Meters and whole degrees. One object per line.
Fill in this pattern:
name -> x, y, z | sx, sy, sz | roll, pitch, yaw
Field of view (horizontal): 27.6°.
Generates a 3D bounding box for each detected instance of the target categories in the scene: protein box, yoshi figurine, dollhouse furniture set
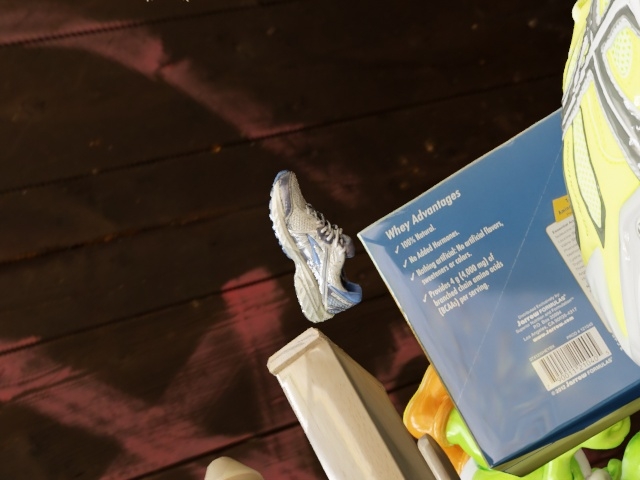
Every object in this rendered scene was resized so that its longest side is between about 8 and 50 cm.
protein box -> 0.173, 0.040, 0.982 | 0.200, 0.136, 0.201 | -32, -110, 9
yoshi figurine -> 0.276, 0.227, 1.349 | 0.203, 0.362, 0.203 | -11, -64, -43
dollhouse furniture set -> -0.077, 0.252, 0.947 | 0.303, 0.355, 0.174 | 44, -167, -50

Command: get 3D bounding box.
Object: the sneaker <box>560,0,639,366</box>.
sneaker -> 0.156, -0.100, 0.533 | 0.145, 0.384, 0.147 | -12, -145, -20

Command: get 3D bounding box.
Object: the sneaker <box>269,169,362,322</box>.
sneaker -> 0.000, 0.000, 1.102 | 0.052, 0.058, 0.135 | -63, -45, -67
